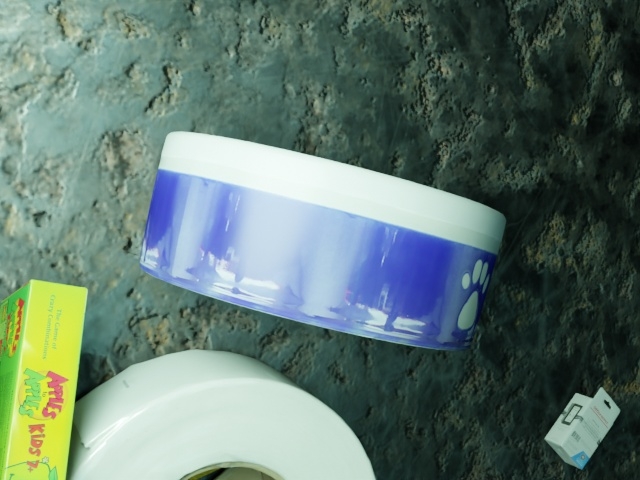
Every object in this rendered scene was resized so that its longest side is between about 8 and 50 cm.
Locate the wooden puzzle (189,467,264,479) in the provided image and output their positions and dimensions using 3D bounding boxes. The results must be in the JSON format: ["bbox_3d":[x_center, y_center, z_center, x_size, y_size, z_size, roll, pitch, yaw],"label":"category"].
[{"bbox_3d":[-0.072,0.233,0.809,0.078,0.014,0.116,-31,108,-18],"label":"wooden puzzle"}]

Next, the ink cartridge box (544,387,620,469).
[{"bbox_3d":[0.296,0.208,1.000,0.083,0.028,0.048,-49,115,-15],"label":"ink cartridge box"}]

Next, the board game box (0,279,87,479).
[{"bbox_3d":[-0.213,0.128,0.644,0.043,0.092,0.181,12,71,-30],"label":"board game box"}]

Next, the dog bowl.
[{"bbox_3d":[0.000,0.000,0.680,0.264,0.265,0.104,14,90,-29],"label":"dog bowl"}]

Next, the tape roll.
[{"bbox_3d":[-0.096,0.237,0.735,0.286,0.100,0.286,-4,100,-24],"label":"tape roll"}]
